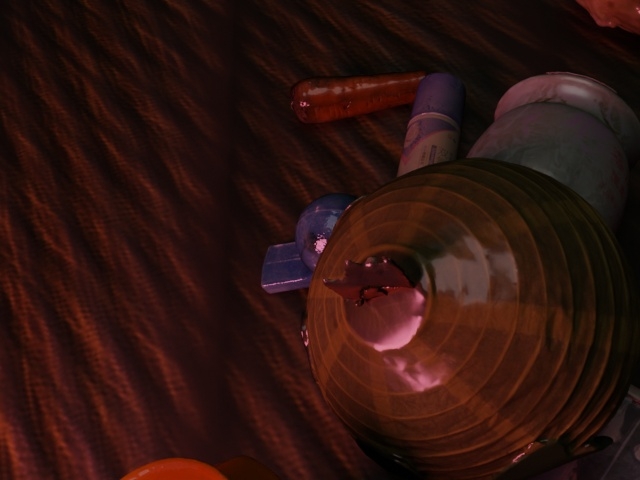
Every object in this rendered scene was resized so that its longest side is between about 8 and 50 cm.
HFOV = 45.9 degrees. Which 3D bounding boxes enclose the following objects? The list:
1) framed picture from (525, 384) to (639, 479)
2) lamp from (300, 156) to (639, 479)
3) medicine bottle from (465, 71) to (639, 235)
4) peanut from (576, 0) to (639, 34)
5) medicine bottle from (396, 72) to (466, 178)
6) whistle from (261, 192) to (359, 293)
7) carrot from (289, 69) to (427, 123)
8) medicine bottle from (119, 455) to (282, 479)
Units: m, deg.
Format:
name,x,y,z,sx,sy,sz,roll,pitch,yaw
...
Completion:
name,x,y,z,sx,sy,sz,roll,pitch,yaw
framed picture,0.208,0.199,0.579,0.150,0.015,0.203,33,67,33
lamp,0.097,0.055,0.547,0.250,0.284,0.250,-10,72,32
medicine bottle,0.208,-0.058,0.693,0.147,0.147,0.143,17,57,25
peanut,0.430,-0.282,0.818,0.325,0.140,0.153,21,79,22
medicine bottle,0.111,-0.077,0.788,0.059,0.059,0.231,3,55,17
whistle,0.000,0.000,0.721,0.157,0.090,0.090,-10,50,24
carrot,0.045,-0.171,0.887,0.161,0.055,0.055,-6,52,1
medicine bottle,-0.063,0.229,0.492,0.149,0.222,0.112,-41,54,-17
